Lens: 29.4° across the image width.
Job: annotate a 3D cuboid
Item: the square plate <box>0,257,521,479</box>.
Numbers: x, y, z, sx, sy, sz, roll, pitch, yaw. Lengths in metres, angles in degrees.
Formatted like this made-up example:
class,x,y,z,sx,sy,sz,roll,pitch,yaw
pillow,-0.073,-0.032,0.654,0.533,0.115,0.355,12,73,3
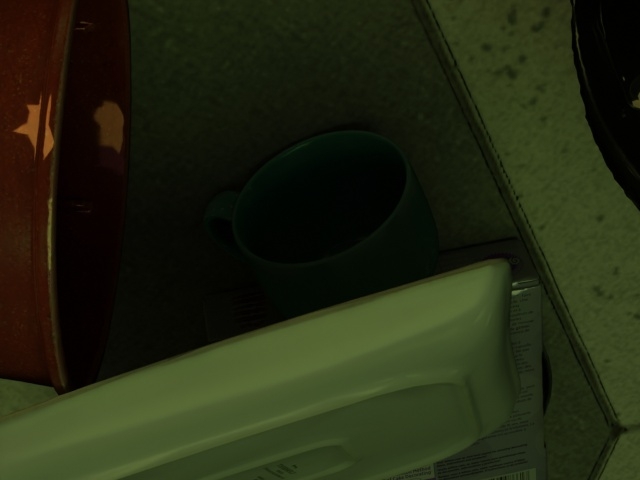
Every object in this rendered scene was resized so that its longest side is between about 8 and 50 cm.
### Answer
class,x,y,z,sx,sy,sz,roll,pitch,yaw
square plate,-0.033,0.130,0.783,0.344,0.049,0.347,-19,159,4

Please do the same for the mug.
class,x,y,z,sx,sy,sz,roll,pitch,yaw
mug,0.009,-0.004,0.853,0.129,0.158,0.097,-38,131,-11

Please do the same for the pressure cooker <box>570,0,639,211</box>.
class,x,y,z,sx,sy,sz,roll,pitch,yaw
pressure cooker,0.371,-0.087,0.665,0.375,0.370,0.420,-34,146,25

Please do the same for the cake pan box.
class,x,y,z,sx,sy,sz,roll,pitch,yaw
cake pan box,0.056,0.131,0.977,0.267,0.070,0.245,-11,127,-1

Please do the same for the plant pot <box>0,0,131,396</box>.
class,x,y,z,sx,sy,sz,roll,pitch,yaw
plant pot,-0.259,-0.049,0.703,0.265,0.272,0.272,3,124,-2
